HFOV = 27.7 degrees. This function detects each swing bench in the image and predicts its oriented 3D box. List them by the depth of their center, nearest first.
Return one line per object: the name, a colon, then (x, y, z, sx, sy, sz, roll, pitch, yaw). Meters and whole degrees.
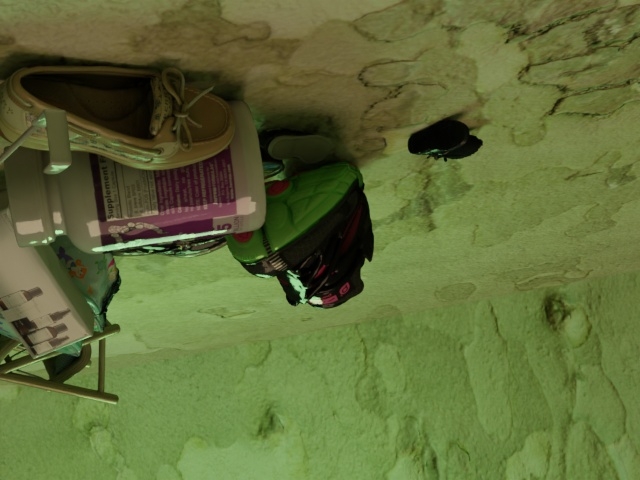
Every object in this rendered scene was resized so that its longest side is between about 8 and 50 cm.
swing bench: (-0.530, 0.206, 2.435, 0.255, 0.165, 0.253, -2, -166, -23)

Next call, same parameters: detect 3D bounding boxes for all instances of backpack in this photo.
backpack: (-0.424, 0.058, 1.962, 0.225, 0.191, 0.253, 18, 158, -2)

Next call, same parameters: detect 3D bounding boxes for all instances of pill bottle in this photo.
pill bottle: (-0.227, -0.073, 1.590, 0.302, 0.169, 0.169, -8, 168, -9)

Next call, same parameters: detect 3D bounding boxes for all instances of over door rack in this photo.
over door rack: (-0.411, -0.105, 1.261, 0.240, 0.108, 0.324, -1, 177, -34)

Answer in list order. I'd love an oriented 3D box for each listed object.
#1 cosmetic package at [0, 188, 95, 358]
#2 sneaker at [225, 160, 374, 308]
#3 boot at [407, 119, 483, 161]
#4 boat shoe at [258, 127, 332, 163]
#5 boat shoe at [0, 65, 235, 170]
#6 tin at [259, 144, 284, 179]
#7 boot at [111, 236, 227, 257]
cosmetic package: (-0.410, 0.049, 1.788, 0.099, 0.060, 0.239, -23, 123, 6)
sneaker: (0.000, 0.000, 1.854, 0.185, 0.202, 0.483, -17, -179, 15)
boot: (0.199, -0.145, 1.909, 0.099, 0.045, 0.121, 3, 169, -41)
boat shoe: (-0.035, -0.133, 1.789, 0.125, 0.038, 0.046, -5, 126, -47)
boat shoe: (-0.216, -0.141, 1.440, 0.285, 0.104, 0.089, -1, 164, -30)
tin: (-0.143, -0.107, 1.824, 0.190, 0.040, 0.106, -4, 163, -26)
boot: (-0.245, -0.030, 1.957, 0.237, 0.085, 0.178, -6, 167, 4)
